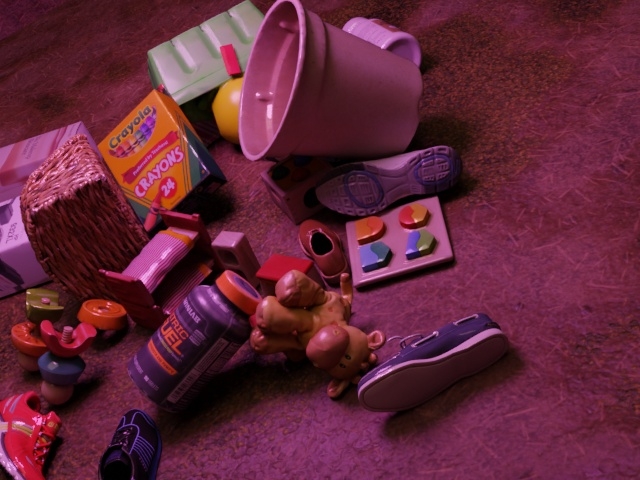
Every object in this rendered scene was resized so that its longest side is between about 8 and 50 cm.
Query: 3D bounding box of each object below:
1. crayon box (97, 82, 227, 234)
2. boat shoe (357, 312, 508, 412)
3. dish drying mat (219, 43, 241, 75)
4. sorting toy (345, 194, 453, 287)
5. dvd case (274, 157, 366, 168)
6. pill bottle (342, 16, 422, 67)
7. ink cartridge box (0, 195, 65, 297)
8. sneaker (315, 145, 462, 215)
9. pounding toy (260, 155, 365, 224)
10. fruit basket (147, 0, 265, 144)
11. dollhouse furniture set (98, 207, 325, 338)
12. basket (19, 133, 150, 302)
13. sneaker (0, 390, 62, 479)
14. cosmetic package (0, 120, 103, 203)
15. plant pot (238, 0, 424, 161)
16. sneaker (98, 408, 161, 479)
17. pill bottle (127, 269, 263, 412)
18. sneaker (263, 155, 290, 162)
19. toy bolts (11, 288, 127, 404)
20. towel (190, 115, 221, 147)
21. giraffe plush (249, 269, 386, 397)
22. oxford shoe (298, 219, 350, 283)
[{"bbox_3d":[-0.374,-0.193,1.978,0.202,0.081,0.318,-42,65,15],"label":"crayon box"},{"bbox_3d":[0.168,0.186,1.370,0.254,0.095,0.079,-27,38,-6],"label":"boat shoe"},{"bbox_3d":[-0.214,-0.427,2.061,0.032,0.008,0.083,-15,69,-8],"label":"dish drying mat"},{"bbox_3d":[0.145,-0.006,1.667,0.193,0.038,0.208,-17,37,10],"label":"sorting toy"},{"bbox_3d":[0.032,-0.223,2.013,0.253,0.022,0.180,-1,43,27],"label":"dvd case"},{"bbox_3d":[0.144,-0.481,2.178,0.131,0.131,0.229,-31,37,-10],"label":"pill bottle"},{"bbox_3d":[-0.738,0.014,2.057,0.307,0.129,0.223,-18,36,8],"label":"ink cartridge box"},{"bbox_3d":[0.137,-0.121,1.768,0.297,0.111,0.129,-10,9,3],"label":"sneaker"},{"bbox_3d":[0.003,-0.133,1.857,0.206,0.094,0.181,-32,37,-9],"label":"pounding toy"},{"bbox_3d":[-0.214,-0.362,2.164,0.392,0.392,0.283,-33,1,-12],"label":"fruit basket"},{"bbox_3d":[-0.210,0.073,1.670,0.374,0.152,0.201,9,47,36],"label":"dollhouse furniture set"},{"bbox_3d":[-0.503,-0.029,1.840,0.213,0.299,0.223,-31,39,-7],"label":"basket"},{"bbox_3d":[-0.512,0.354,1.539,0.118,0.107,0.279,-25,38,-17],"label":"sneaker"},{"bbox_3d":[-0.749,-0.190,2.317,0.296,0.129,0.153,-17,36,10],"label":"cosmetic package"},{"bbox_3d":[0.031,-0.299,1.791,0.305,0.334,0.334,10,29,-23],"label":"plant pot"},{"bbox_3d":[-0.317,0.354,1.434,0.081,0.090,0.232,-21,37,4],"label":"sneaker"},{"bbox_3d":[-0.208,0.168,1.506,0.246,0.130,0.130,-48,37,6],"label":"pill bottle"},{"bbox_3d":[-0.016,-0.300,2.014,0.127,0.126,0.321,15,63,46],"label":"sneaker"},{"bbox_3d":[-0.491,0.217,1.710,0.218,0.158,0.228,9,16,-24],"label":"toy bolts"},{"bbox_3d":[-0.303,-0.290,2.281,0.197,0.029,0.144,-40,42,-20],"label":"towel"},{"bbox_3d":[0.009,0.166,1.459,0.210,0.181,0.170,-3,37,-33],"label":"giraffe plush"},{"bbox_3d":[0.000,0.000,1.709,0.076,0.076,0.212,-30,31,-4],"label":"oxford shoe"}]
